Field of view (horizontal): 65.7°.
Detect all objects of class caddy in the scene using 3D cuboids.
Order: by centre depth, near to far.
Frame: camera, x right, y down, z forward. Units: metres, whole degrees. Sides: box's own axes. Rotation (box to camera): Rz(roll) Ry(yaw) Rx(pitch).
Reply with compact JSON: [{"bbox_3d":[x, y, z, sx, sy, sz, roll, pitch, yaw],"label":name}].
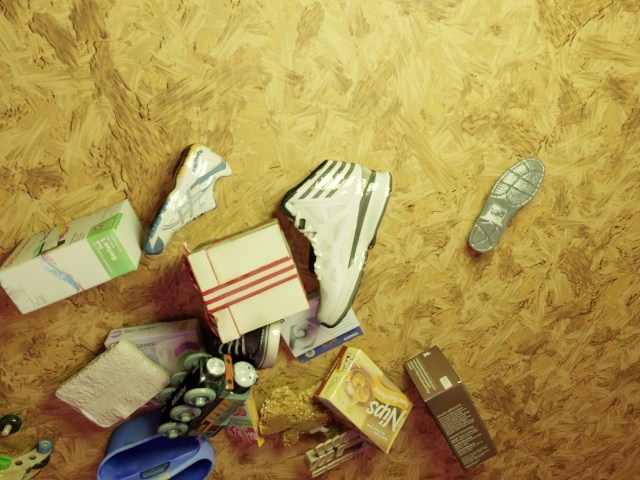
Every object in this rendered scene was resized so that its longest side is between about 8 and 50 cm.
[{"bbox_3d":[-0.487,0.654,1.483,0.342,0.179,0.241,-21,117,-3],"label":"caddy"}]

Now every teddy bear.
[{"bbox_3d":[-0.042,0.550,1.585,0.338,0.113,0.245,2,121,-21],"label":"teddy bear"}]

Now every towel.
[{"bbox_3d":[-0.568,0.398,1.356,0.282,0.049,0.187,-37,113,15],"label":"towel"}]

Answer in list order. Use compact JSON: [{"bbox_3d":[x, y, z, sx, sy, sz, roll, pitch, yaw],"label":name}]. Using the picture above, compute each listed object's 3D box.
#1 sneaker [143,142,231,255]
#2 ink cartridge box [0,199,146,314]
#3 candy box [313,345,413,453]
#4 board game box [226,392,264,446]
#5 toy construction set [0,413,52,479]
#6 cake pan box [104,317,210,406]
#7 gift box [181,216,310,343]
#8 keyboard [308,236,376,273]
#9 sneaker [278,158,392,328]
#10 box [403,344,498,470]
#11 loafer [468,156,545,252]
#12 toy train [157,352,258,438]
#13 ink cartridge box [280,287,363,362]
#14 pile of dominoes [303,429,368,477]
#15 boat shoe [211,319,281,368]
[{"bbox_3d":[-0.320,-0.082,1.206,0.131,0.112,0.296,28,93,-29],"label":"sneaker"},{"bbox_3d":[-0.574,0.031,1.170,0.278,0.201,0.117,-22,117,-2],"label":"ink cartridge box"},{"bbox_3d":[0.142,0.499,1.554,0.316,0.088,0.182,49,63,-26],"label":"candy box"},{"bbox_3d":[-0.250,0.510,1.512,0.124,0.039,0.259,7,117,30],"label":"board game box"},{"bbox_3d":[-0.931,0.668,1.361,0.309,0.237,0.257,-40,116,7],"label":"toy construction set"},{"bbox_3d":[-0.446,0.349,1.400,0.267,0.070,0.245,-7,114,1],"label":"cake pan box"},{"bbox_3d":[-0.190,0.084,1.219,0.258,0.276,0.255,-21,94,-1],"label":"gift box"},{"bbox_3d":[0.076,-0.047,1.372,0.202,0.033,0.316,3,114,-7],"label":"keyboard"},{"bbox_3d":[0.000,-0.001,1.303,0.258,0.169,0.447,17,103,-3],"label":"sneaker"},{"bbox_3d":[0.428,0.552,1.626,0.143,0.191,0.381,-28,116,1],"label":"box"},{"bbox_3d":[0.522,-0.103,1.423,0.109,0.095,0.302,34,100,8],"label":"loafer"},{"bbox_3d":[-0.301,0.412,1.304,0.190,0.142,0.334,16,129,-32],"label":"toy train"},{"bbox_3d":[-0.002,0.257,1.482,0.224,0.045,0.223,-27,117,0],"label":"ink cartridge box"},{"bbox_3d":[0.065,0.677,1.646,0.251,0.040,0.195,-14,132,-30],"label":"pile of dominoes"},{"bbox_3d":[-0.207,0.279,1.323,0.158,0.127,0.340,11,152,-12],"label":"boat shoe"}]
